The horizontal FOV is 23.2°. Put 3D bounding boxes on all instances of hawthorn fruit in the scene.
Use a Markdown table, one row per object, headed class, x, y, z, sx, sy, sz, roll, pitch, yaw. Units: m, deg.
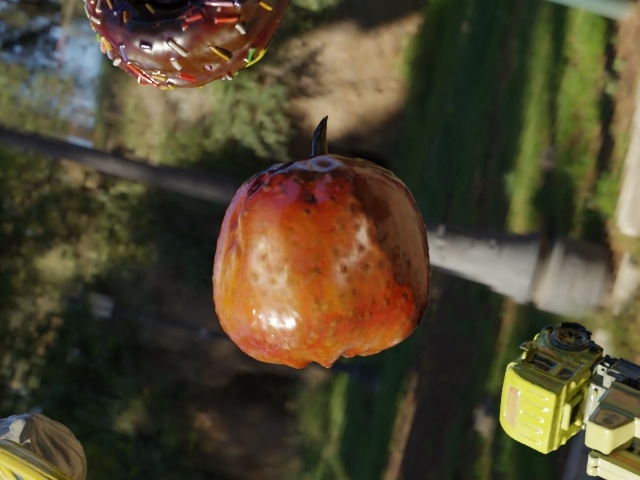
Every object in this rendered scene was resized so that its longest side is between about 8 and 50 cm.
| class | x | y | z | sx | sy | sz | roll | pitch | yaw |
| --- | --- | --- | --- | --- | --- | --- | --- | --- | --- |
| hawthorn fruit | 0.000 | 0.000 | 1.255 | 0.179 | 0.179 | 0.200 | -90 | -1 | -84 |

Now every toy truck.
| class | x | y | z | sx | sy | sz | roll | pitch | yaw |
| --- | --- | --- | --- | --- | --- | --- | --- | --- | --- |
| toy truck | 0.336 | 0.213 | 1.826 | 0.157 | 0.272 | 0.124 | -28 | -47 | -45 |

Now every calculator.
| class | x | y | z | sx | sy | sz | roll | pitch | yaw |
| --- | --- | --- | --- | --- | --- | --- | --- | --- | --- |
| calculator | -0.275 | 0.266 | 1.621 | 0.032 | 0.235 | 0.146 | -52 | -30 | -22 |

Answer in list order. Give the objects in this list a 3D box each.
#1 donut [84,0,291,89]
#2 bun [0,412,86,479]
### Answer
| class | x | y | z | sx | sy | sz | roll | pitch | yaw |
| --- | --- | --- | --- | --- | --- | --- | --- | --- | --- |
| donut | -0.144 | -0.269 | 1.610 | 0.089 | 0.235 | 0.235 | 39 | -116 | -65 |
| bun | -0.328 | 0.238 | 1.751 | 0.138 | 0.138 | 0.094 | -77 | -2 | -61 |
